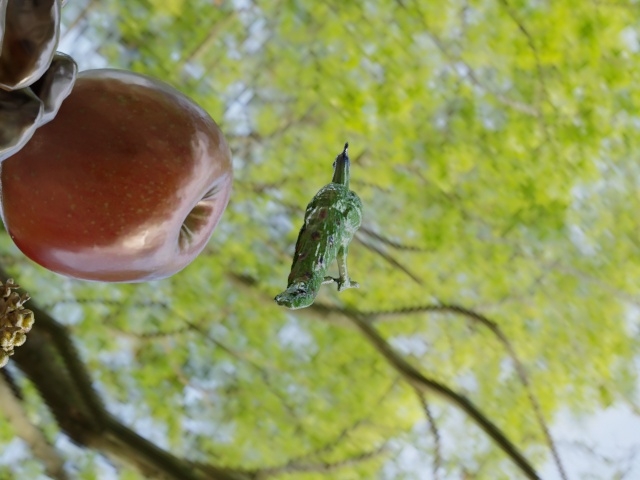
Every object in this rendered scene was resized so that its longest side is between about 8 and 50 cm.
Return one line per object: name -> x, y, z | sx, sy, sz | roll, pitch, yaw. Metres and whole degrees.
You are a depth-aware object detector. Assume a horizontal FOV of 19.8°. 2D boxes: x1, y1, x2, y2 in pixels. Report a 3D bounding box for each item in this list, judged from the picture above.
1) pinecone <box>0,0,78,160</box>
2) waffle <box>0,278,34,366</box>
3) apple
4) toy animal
pinecone -> -0.212, -0.116, 0.735 | 0.244, 0.309, 0.244 | -2, -100, 14
waffle -> -0.360, 0.086, 1.664 | 0.197, 0.070, 0.193 | -31, -150, -17
apple -> -0.166, -0.047, 1.471 | 0.168, 0.181, 0.181 | 27, -100, 14
toy animal -> 0.001, 0.014, 1.272 | 0.041, 0.075, 0.217 | 3, -147, 12
